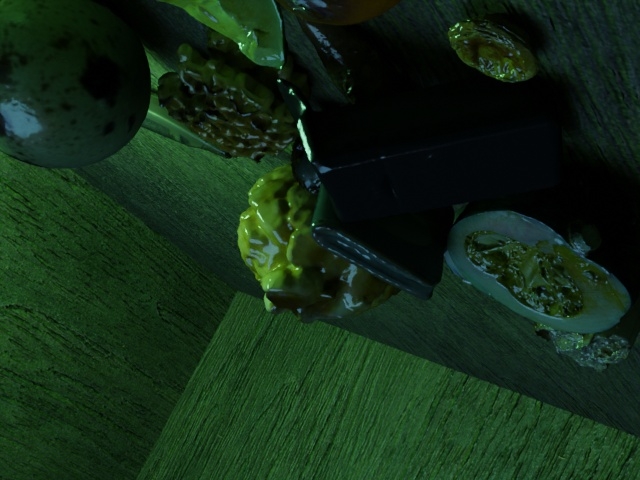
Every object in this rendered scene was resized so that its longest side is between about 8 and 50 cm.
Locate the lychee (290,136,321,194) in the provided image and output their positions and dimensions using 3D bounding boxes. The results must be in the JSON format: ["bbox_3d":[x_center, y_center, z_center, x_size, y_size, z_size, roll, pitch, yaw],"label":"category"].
[{"bbox_3d":[0.029,-0.156,1.867,0.171,0.171,0.171,26,167,6],"label":"lychee"}]

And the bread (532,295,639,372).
[{"bbox_3d":[0.509,0.126,1.876,0.171,0.192,0.314,30,177,10],"label":"bread"}]

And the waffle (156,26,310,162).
[{"bbox_3d":[-0.155,-0.261,1.842,0.261,0.151,0.324,34,167,-12],"label":"waffle"}]

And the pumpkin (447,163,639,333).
[{"bbox_3d":[0.379,-0.015,1.606,0.293,0.197,0.263,37,153,-8],"label":"pumpkin"}]

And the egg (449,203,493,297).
[{"bbox_3d":[0.336,0.020,1.871,0.231,0.168,0.168,34,167,-5],"label":"egg"}]

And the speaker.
[{"bbox_3d":[0.141,-0.160,1.467,0.388,0.184,0.180,-9,150,11],"label":"speaker"}]

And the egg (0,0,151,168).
[{"bbox_3d":[-0.490,-0.304,1.913,0.345,0.345,0.428,22,176,24],"label":"egg"}]

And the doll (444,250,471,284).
[{"bbox_3d":[0.336,0.043,2.099,0.181,0.106,0.110,13,-179,45],"label":"doll"}]

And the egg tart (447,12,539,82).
[{"bbox_3d":[0.222,-0.252,1.302,0.130,0.052,0.130,25,168,6],"label":"egg tart"}]

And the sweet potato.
[{"bbox_3d":[0.075,-0.241,1.562,0.114,0.092,0.341,39,177,43],"label":"sweet potato"}]

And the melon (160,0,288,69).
[{"bbox_3d":[-0.165,-0.373,1.474,0.323,0.124,0.196,29,170,-31],"label":"melon"}]

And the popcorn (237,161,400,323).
[{"bbox_3d":[0.006,-0.003,2.160,0.390,0.344,0.354,-37,-74,-80],"label":"popcorn"}]

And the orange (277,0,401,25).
[{"bbox_3d":[0.011,-0.339,1.130,0.224,0.170,0.224,24,168,6],"label":"orange"}]

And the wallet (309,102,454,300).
[{"bbox_3d":[0.112,-0.070,1.685,0.252,0.360,0.083,31,129,-14],"label":"wallet"}]

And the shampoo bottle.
[{"bbox_3d":[-0.343,-0.275,2.302,0.350,0.084,0.125,24,169,16],"label":"shampoo bottle"}]
